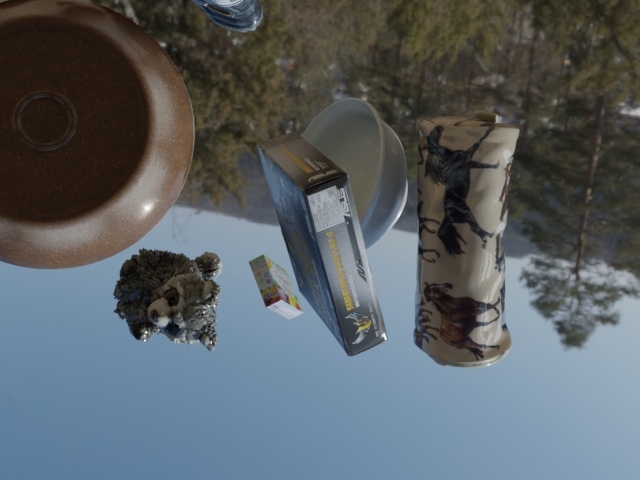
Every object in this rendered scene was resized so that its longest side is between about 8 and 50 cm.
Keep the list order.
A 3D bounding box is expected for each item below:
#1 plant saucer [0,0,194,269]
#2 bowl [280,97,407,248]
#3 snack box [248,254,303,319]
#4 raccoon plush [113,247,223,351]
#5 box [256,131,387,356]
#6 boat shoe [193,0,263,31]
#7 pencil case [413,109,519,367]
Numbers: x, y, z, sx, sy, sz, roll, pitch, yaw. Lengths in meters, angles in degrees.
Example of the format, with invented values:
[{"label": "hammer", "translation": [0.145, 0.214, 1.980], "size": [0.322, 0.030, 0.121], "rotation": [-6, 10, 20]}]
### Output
[{"label": "plant saucer", "translation": [-0.187, -0.080, 0.512], "size": [0.198, 0.199, 0.036], "rotation": [8, 175, -9]}, {"label": "bowl", "translation": [0.061, -0.092, 1.326], "size": [0.134, 0.298, 0.298], "rotation": [17, -179, -33]}, {"label": "snack box", "translation": [-0.086, 0.093, 1.455], "size": [0.037, 0.100, 0.141], "rotation": [-27, 159, 7]}, {"label": "raccoon plush", "translation": [-0.298, 0.107, 1.862], "size": [0.299, 0.216, 0.446], "rotation": [6, -151, 28]}, {"label": "box", "translation": [0.000, 0.000, 0.910], "size": [0.056, 0.231, 0.183], "rotation": [-22, -150, -13]}, {"label": "boat shoe", "translation": [-0.135, -0.276, 0.738], "size": [0.183, 0.065, 0.083], "rotation": [42, 175, 15]}, {"label": "pencil case", "translation": [0.238, -0.009, 1.214], "size": [0.159, 0.410, 0.183], "rotation": [4, -172, 27]}]
